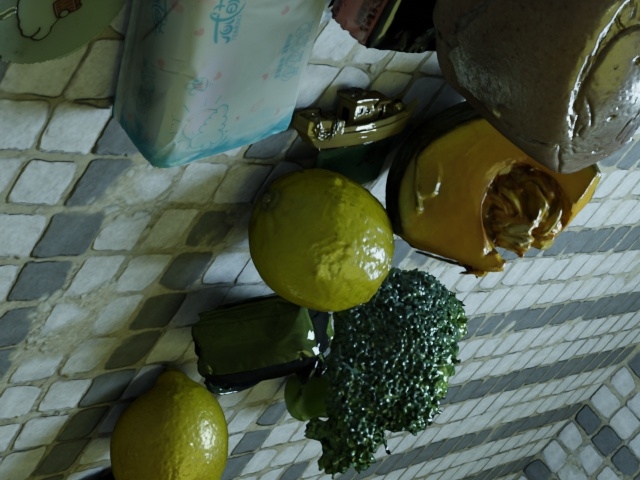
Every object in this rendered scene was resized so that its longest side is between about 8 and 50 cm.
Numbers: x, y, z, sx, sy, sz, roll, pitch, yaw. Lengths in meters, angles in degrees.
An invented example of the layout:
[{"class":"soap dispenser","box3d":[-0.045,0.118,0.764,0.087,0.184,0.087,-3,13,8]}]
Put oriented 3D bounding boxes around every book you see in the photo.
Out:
[{"class":"book","box3d":[0.043,-0.108,1.805,0.135,0.017,0.103,-21,149,-33]}]

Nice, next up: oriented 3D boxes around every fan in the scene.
[{"class":"fan","box3d":[-0.314,-0.211,1.195,0.329,0.009,0.191,-31,153,-18]}]

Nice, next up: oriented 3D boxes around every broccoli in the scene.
[{"class":"broccoli","box3d":[0.089,0.194,2.108,0.353,0.275,0.397,-30,179,-5]}]

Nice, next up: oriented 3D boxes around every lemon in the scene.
[{"class":"lemon","box3d":[-0.235,0.319,1.941,0.187,0.187,0.244,-1,103,-51]},{"class":"lemon","box3d":[0.000,0.000,1.715,0.231,0.192,0.192,32,109,-34]}]

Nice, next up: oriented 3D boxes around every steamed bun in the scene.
[{"class":"steamed bun","box3d":[0.243,-0.221,1.390,0.199,0.251,0.301,-22,144,-12]}]

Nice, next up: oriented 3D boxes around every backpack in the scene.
[{"class":"backpack","box3d":[-0.076,0.150,1.868,0.207,0.140,0.253,-11,178,12]}]

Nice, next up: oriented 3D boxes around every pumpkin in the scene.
[{"class":"pumpkin","box3d":[0.242,-0.084,1.799,0.303,0.256,0.225,-42,180,2]}]

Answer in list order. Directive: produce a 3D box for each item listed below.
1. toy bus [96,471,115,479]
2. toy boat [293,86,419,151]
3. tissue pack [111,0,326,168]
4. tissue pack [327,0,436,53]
[{"class":"toy bus","box3d":[-0.398,0.498,2.067,0.302,0.127,0.147,-32,156,-15]},{"class":"toy boat","box3d":[0.050,-0.172,1.673,0.206,0.064,0.072,-18,129,-40]},{"class":"tissue pack","box3d":[-0.103,-0.220,1.329,0.201,0.124,0.271,-24,149,-34]},{"class":"tissue pack","box3d":[0.167,-0.373,1.442,0.245,0.123,0.332,-5,135,-44]}]
